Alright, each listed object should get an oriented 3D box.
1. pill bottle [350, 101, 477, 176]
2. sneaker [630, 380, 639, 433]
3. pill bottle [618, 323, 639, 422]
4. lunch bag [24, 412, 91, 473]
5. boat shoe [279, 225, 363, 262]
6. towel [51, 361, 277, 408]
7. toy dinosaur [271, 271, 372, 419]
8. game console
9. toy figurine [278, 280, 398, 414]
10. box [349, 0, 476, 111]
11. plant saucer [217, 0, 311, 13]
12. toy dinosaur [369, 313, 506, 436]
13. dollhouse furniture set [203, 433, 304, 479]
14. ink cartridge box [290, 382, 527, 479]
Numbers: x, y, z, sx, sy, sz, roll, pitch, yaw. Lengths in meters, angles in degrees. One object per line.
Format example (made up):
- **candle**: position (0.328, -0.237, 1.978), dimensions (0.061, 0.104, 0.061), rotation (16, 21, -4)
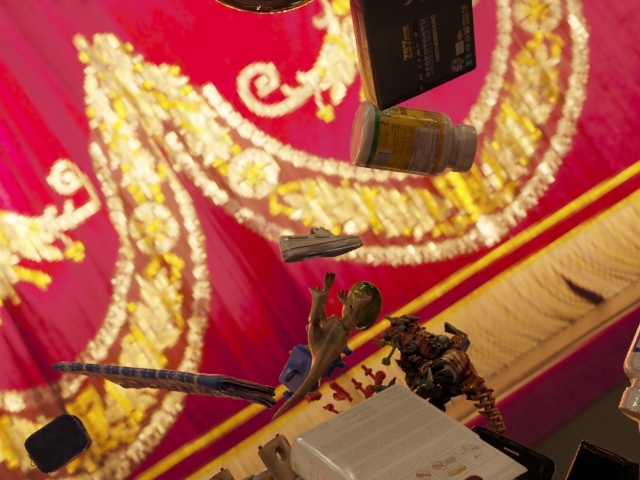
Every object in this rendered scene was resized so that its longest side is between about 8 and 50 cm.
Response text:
- **pill bottle**: position (0.165, -0.175, 1.824), dimensions (0.208, 0.117, 0.117), rotation (7, -17, -10)
- **sneaker**: position (0.650, 0.342, 1.991), dimensions (0.114, 0.152, 0.305), rotation (5, 35, 11)
- **pill bottle**: position (0.621, 0.190, 1.788), dimensions (0.152, 0.152, 0.272), rotation (110, -175, -79)
- **lunch bag**: position (-0.403, 0.314, 1.578), dimensions (0.098, 0.067, 0.065), rotation (-33, -8, -10)
- **boat shoe**: position (0.000, 0.000, 1.144), dimensions (0.100, 0.035, 0.035), rotation (-9, -18, -23)
- **towel**: position (-0.269, 0.255, 1.828), dimensions (0.336, 0.040, 0.243), rotation (2, -13, 23)
- **toy dinosaur**: position (0.007, 0.085, 0.876), dimensions (0.183, 0.053, 0.092), rotation (-64, -12, -71)
- **game console**: position (0.484, 0.496, 2.221), dimensions (0.044, 0.361, 0.213), rotation (-38, -33, -59)
- **toy figurine**: position (0.014, 0.282, 2.349), dimensions (0.217, 0.191, 0.362), rotation (-9, -44, -46)
- **box**: position (0.140, -0.332, 1.550), dimensions (0.183, 0.059, 0.232), rotation (-24, -49, -15)
- **plant saucer**: position (-0.087, -0.502, 1.609), dimensions (0.311, 0.310, 0.050), rotation (-35, 26, 14)
- **toy dinosaur**: position (0.221, 0.263, 1.970), dimensions (0.218, 0.164, 0.322), rotation (-41, 29, -13)
- **dollhouse furniture set**: position (-0.055, 0.351, 1.503), dimensions (0.129, 0.129, 0.184), rotation (-35, -7, 26)
- **ink cartridge box**: position (0.101, 0.269, 1.222), dimensions (0.181, 0.225, 0.056), rotation (-21, -55, -34)
